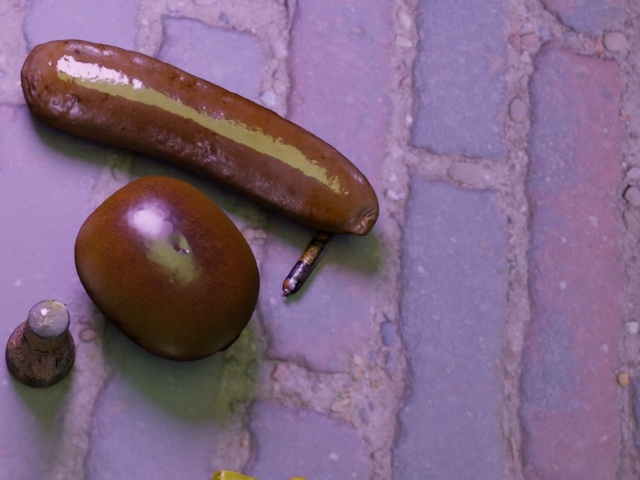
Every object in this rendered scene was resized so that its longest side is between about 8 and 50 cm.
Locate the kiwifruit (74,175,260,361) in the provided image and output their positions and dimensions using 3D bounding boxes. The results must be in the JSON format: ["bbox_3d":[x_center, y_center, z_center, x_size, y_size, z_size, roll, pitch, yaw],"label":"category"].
[{"bbox_3d":[-0.182,0.039,1.333,0.196,0.196,0.234,-38,92,-24],"label":"kiwifruit"}]

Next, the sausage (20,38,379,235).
[{"bbox_3d":[-0.148,-0.141,1.435,0.501,0.123,0.136,22,49,-9],"label":"sausage"}]

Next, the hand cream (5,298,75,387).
[{"bbox_3d":[-0.320,0.112,1.255,0.084,0.203,0.084,5,71,-14],"label":"hand cream"}]

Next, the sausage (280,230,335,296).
[{"bbox_3d":[0.000,0.000,1.491,0.028,0.025,0.198,33,65,3],"label":"sausage"}]

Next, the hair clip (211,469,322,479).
[{"bbox_3d":[-0.050,0.322,1.355,0.173,0.046,0.072,17,72,-13],"label":"hair clip"}]
